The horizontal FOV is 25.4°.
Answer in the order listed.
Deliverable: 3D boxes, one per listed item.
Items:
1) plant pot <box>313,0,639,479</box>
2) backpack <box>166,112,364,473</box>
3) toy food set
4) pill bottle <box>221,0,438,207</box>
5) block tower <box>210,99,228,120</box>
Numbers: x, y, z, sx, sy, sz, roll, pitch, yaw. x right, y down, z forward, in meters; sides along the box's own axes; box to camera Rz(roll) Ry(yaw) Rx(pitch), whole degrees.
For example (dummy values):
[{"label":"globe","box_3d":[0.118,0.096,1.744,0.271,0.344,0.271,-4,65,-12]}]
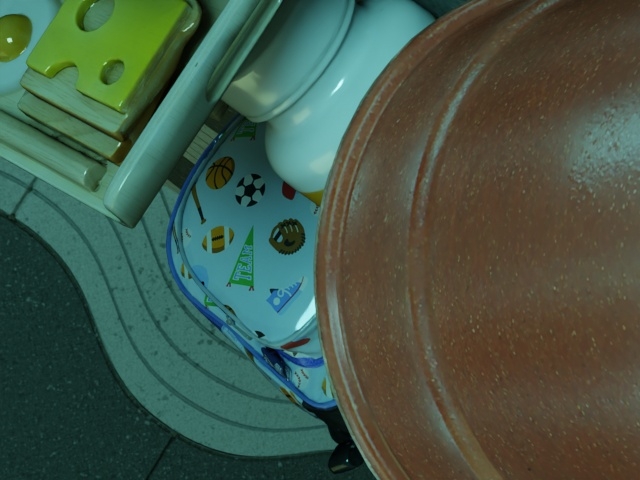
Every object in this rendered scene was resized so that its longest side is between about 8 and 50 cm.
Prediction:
[{"label":"plant pot","box_3d":[0.169,0.005,0.486,0.272,0.272,0.265,33,165,-13]},{"label":"backpack","box_3d":[0.000,0.000,1.162,0.263,0.276,0.213,35,172,42]},{"label":"toy food set","box_3d":[-0.147,-0.157,0.775,0.306,0.220,0.092,27,172,36]},{"label":"pill bottle","box_3d":[0.053,-0.067,0.888,0.246,0.136,0.136,35,173,-25]},{"label":"block tower","box_3d":[-0.191,-0.212,1.131,0.335,0.091,0.097,29,172,20]}]
